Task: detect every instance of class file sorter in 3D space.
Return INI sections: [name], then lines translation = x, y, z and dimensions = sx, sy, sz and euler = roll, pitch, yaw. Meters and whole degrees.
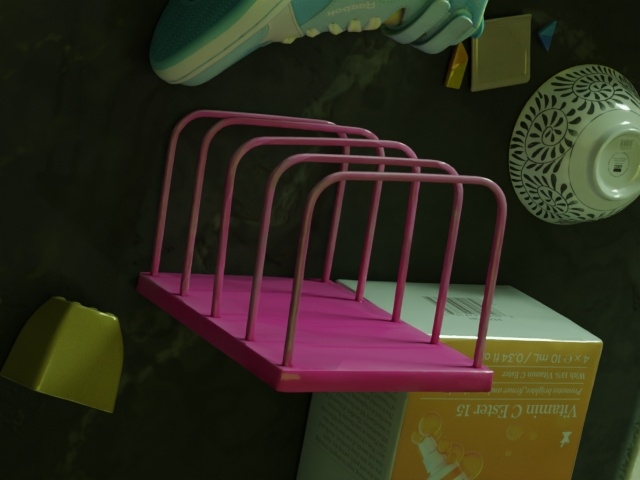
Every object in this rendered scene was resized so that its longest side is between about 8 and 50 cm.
[file sorter]
translation = 0.000, 0.000, 1.485
dimensions = 0.202, 0.290, 0.182
euler = 3, 103, -30

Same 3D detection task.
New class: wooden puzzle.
[wooden puzzle]
translation = 0.173, -0.183, 1.678
dimensions = 0.116, 0.014, 0.079
euler = -4, 114, -27

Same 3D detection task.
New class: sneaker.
[sneaker]
translation = 0.023, -0.200, 1.492
dimensions = 0.319, 0.127, 0.208
euler = -38, 127, 15

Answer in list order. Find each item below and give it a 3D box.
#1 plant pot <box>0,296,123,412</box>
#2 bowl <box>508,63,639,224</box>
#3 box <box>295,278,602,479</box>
[plant pot]
translation = -0.220, 0.096, 1.523
dimensions = 0.081, 0.081, 0.083
euler = 20, 85, -33
[bowl]
translation = 0.281, -0.085, 1.732
dimensions = 0.170, 0.080, 0.170
euler = -10, 113, -26
[box]
translation = 0.110, 0.228, 1.695
dimensions = 0.215, 0.168, 0.345
euler = 2, 106, -30
